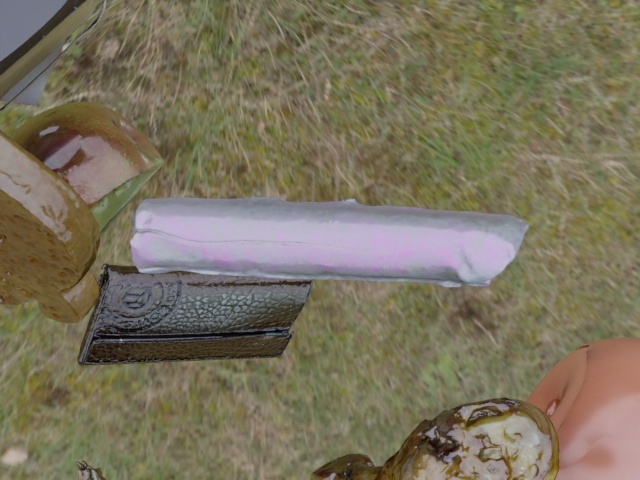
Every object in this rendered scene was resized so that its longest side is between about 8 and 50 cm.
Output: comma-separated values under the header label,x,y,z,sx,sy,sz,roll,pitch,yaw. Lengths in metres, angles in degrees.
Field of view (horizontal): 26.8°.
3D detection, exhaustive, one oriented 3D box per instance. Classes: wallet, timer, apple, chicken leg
label,x,y,z,sx,sy,sz,roll,pitch,yaw
wallet,-0.132,0.083,1.454,0.243,0.039,0.133,2,129,-30
timer,0.291,0.207,1.227,0.215,0.229,0.229,35,98,-5
apple,-0.310,-0.082,1.668,0.174,0.207,0.188,37,94,-20
chicken leg,0.077,0.176,1.007,0.107,0.251,0.087,-2,76,-37

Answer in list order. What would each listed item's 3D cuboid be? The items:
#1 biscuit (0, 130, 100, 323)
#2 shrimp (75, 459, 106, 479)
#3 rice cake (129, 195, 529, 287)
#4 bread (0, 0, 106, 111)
label,x,y,z,sx,sy,sz,roll,pitch,yaw
biscuit,-0.335,-0.028,1.268,0.314,0.367,0.063,37,63,-23
shrimp,-0.189,0.363,1.499,0.154,0.062,0.294,-27,107,16
rice cake,0.000,0.000,0.885,0.270,0.055,0.049,4,145,11
bread,-0.316,-0.207,1.347,0.224,0.212,0.142,-45,99,-16
